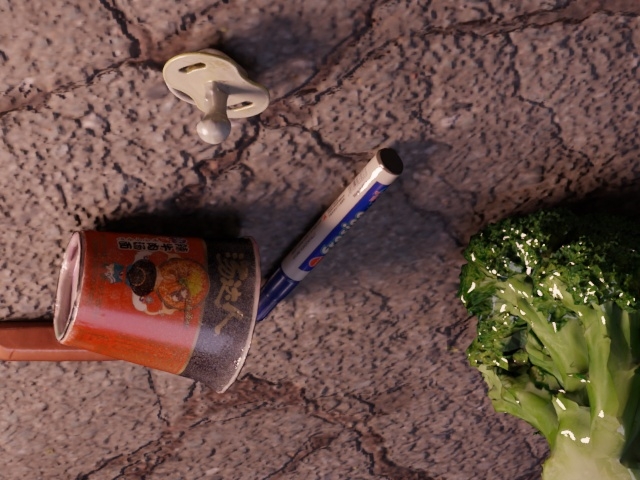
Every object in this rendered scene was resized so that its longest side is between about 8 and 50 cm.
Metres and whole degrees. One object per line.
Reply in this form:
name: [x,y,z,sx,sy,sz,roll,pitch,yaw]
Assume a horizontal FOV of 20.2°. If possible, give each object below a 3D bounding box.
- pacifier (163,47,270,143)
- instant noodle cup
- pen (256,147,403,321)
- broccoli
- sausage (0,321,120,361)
pacifier: [-0.076,-0.095,1.238,0.068,0.064,0.083,-15,146,31]
instant noodle cup: [-0.127,0.045,1.363,0.136,0.127,0.127,11,137,-17]
pen: [0.000,0.000,1.410,0.025,0.025,0.204,15,134,-31]
broccoli: [0.233,0.102,1.446,0.265,0.245,0.294,-10,121,26]
sausage: [-0.200,0.081,1.448,0.147,0.035,0.030,-1,164,-16]
